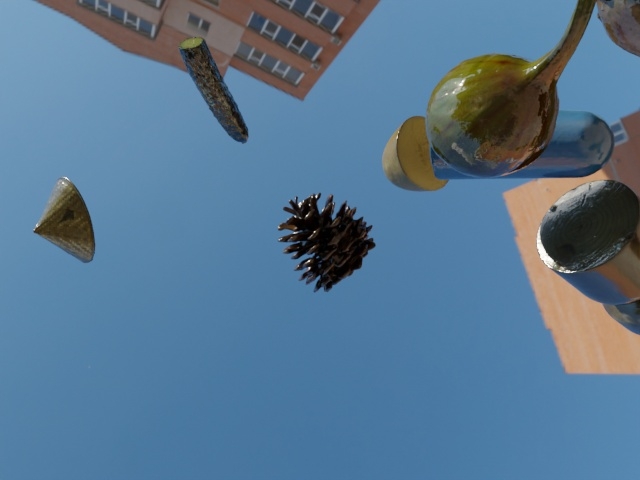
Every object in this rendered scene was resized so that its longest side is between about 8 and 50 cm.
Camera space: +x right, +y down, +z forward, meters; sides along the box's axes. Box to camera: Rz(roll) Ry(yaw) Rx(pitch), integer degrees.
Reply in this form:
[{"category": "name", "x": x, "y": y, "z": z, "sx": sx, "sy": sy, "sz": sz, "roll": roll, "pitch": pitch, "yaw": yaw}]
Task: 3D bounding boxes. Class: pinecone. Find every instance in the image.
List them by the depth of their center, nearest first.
[{"category": "pinecone", "x": 0.001, "y": -0.008, "z": 0.979, "sx": 0.165, "sy": 0.163, "sz": 0.163, "roll": 47, "pitch": -114, "yaw": -4}]

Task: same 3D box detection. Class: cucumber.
[{"category": "cucumber", "x": -0.232, "y": -0.324, "z": 1.279, "sx": 0.067, "sy": 0.067, "sz": 0.294, "roll": -52, "pitch": -38, "yaw": -23}]

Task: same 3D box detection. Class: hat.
[{"category": "hat", "x": -0.423, "y": -0.023, "z": 0.893, "sx": 0.067, "sy": 0.146, "sz": 0.146, "roll": -22, "pitch": -93, "yaw": -40}]

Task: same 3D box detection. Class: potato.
[{"category": "potato", "x": 0.345, "y": -0.249, "z": 0.591, "sx": 0.089, "sy": 0.101, "sz": 0.172, "roll": -15, "pitch": -130, "yaw": 3}, {"category": "potato", "x": 0.243, "y": -0.222, "z": 1.549, "sx": 0.178, "sy": 0.158, "sz": 0.204, "roll": -38, "pitch": -78, "yaw": -27}]

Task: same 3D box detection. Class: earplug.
[{"category": "earplug", "x": 0.332, "y": -0.160, "z": 0.925, "sx": 0.132, "sy": 0.272, "sz": 0.133, "roll": -19, "pitch": -68, "yaw": -58}]

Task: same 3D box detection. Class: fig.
[{"category": "fig", "x": 0.184, "y": -0.145, "z": 0.498, "sx": 0.124, "sy": 0.236, "sz": 0.124, "roll": 8, "pitch": -117, "yaw": -16}]

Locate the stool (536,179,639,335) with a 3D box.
[{"category": "stool", "x": 0.526, "y": 0.036, "z": 0.972, "sx": 0.264, "sy": 0.179, "sz": 0.179, "roll": 31, "pitch": -112, "yaw": -26}]
